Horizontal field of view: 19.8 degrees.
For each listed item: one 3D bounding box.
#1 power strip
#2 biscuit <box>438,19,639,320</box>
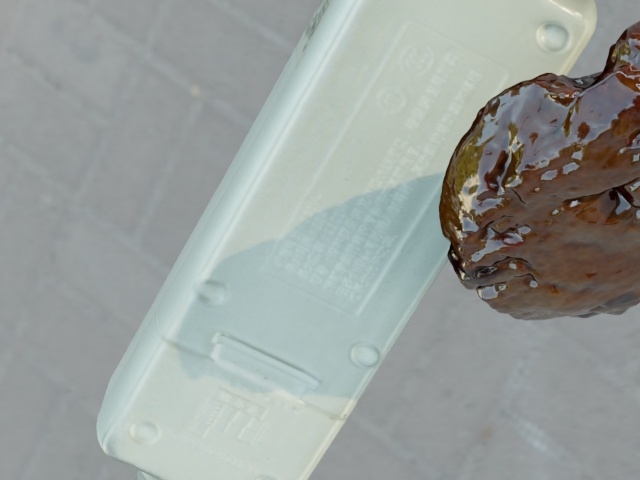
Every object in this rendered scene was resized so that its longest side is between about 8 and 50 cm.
[{"bbox_3d":[0.000,0.000,0.779,0.098,0.058,0.338,26,115,-12],"label":"power strip"},{"bbox_3d":[0.137,-0.022,0.675,0.192,0.192,0.049,-30,55,30],"label":"biscuit"}]
